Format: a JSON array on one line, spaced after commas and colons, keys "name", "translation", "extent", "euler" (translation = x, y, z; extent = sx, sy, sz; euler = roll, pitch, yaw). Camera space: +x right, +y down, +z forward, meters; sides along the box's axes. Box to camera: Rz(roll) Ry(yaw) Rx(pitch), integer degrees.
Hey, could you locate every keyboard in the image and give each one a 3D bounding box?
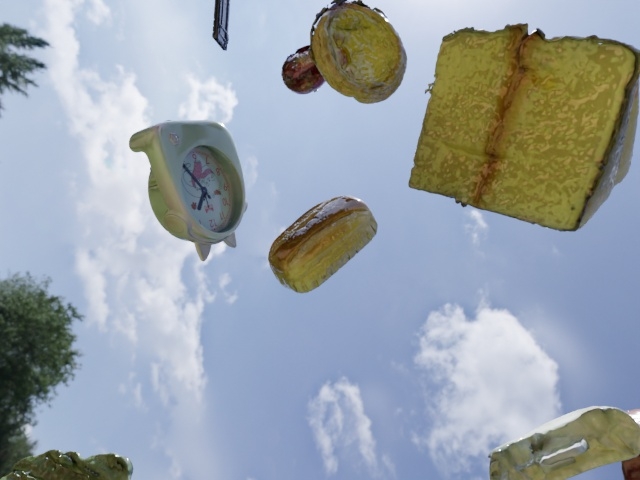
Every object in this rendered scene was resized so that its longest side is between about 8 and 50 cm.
[{"name": "keyboard", "translation": [-0.182, -0.471, 0.825], "extent": [0.013, 0.061, 0.204], "euler": [4, -88, 6]}]

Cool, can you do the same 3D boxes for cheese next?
[{"name": "cheese", "translation": [0.254, 0.205, 0.445], "extent": [0.127, 0.235, 0.049], "euler": [-36, -123, 19]}]

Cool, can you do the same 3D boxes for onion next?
[{"name": "onion", "translation": [-0.028, -0.464, 1.241], "extent": [0.150, 0.140, 0.150], "euler": [-11, -119, 20]}]

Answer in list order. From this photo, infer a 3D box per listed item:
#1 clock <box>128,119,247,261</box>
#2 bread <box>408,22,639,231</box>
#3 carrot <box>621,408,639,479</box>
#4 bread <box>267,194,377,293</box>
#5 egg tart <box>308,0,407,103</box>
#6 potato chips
[{"name": "clock", "translation": [-0.292, -0.119, 1.042], "extent": [0.109, 0.265, 0.324], "euler": [-8, -81, 27]}, {"name": "bread", "translation": [0.210, -0.137, 0.506], "extent": [0.240, 0.135, 0.178], "euler": [27, -26, 44]}, {"name": "carrot", "translation": [0.631, 0.447, 0.801], "extent": [0.100, 0.258, 0.307], "euler": [-7, -50, 40]}, {"name": "bread", "translation": [0.000, 0.000, 0.907], "extent": [0.140, 0.236, 0.106], "euler": [30, -24, 55]}, {"name": "egg tart", "translation": [0.093, -0.479, 1.132], "extent": [0.278, 0.279, 0.095], "euler": [68, -23, 1]}, {"name": "potato chips", "translation": [-0.424, 0.550, 0.738], "extent": [0.389, 0.097, 0.373], "euler": [-17, -95, 20]}]
